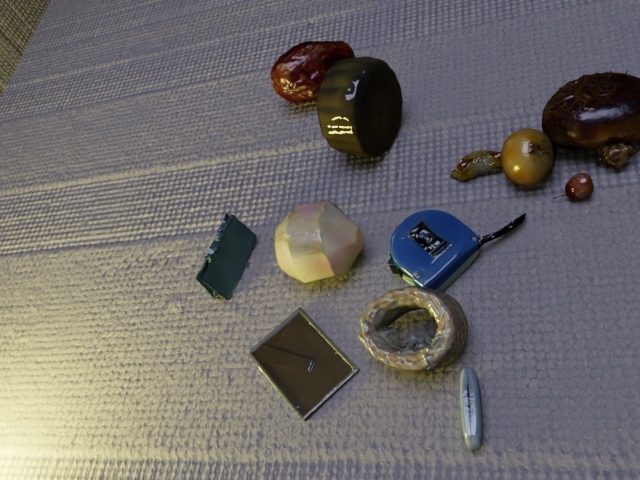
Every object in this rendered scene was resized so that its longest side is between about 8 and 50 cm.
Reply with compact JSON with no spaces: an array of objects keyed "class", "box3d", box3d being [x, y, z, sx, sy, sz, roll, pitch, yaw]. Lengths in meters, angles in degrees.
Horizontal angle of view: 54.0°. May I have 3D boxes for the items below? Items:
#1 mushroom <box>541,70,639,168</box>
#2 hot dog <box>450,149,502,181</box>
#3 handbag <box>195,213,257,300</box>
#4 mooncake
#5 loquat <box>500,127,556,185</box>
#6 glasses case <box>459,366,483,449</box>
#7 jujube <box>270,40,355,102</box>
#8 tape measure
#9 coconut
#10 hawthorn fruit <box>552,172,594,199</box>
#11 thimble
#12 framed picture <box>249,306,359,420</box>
[{"class":"mushroom","box3d":[0.726,-0.325,1.623,0.297,0.163,0.278,-14,53,11]},{"class":"hot dog","box3d":[0.437,-0.216,1.734,0.168,0.061,0.078,-17,51,11]},{"class":"handbag","box3d":[-0.270,0.047,1.797,0.057,0.144,0.221,9,63,29]},{"class":"mooncake","box3d":[0.110,-0.391,1.848,0.161,0.290,0.290,12,63,34]},{"class":"loquat","box3d":[0.540,-0.217,1.638,0.137,0.163,0.163,-19,52,-1]},{"class":"glasses case","box3d":[0.330,0.366,1.378,0.045,0.067,0.179,-7,55,18]},{"class":"jujube","box3d":[-0.025,-0.569,2.095,0.290,0.197,0.197,-26,50,-15]},{"class":"tape measure","box3d":[0.338,-0.016,1.622,0.351,0.098,0.215,-40,53,-10]},{"class":"coconut","box3d":[0.000,0.000,1.686,0.236,0.197,0.237,-14,49,17]},{"class":"hawthorn fruit","box3d":[0.639,-0.126,1.588,0.103,0.067,0.067,-31,51,13]},{"class":"thimble","box3d":[0.216,0.202,1.454,0.229,0.148,0.196,12,86,29]},{"class":"framed picture","box3d":[-0.048,0.308,1.604,0.189,0.023,0.260,-42,52,-9]}]
